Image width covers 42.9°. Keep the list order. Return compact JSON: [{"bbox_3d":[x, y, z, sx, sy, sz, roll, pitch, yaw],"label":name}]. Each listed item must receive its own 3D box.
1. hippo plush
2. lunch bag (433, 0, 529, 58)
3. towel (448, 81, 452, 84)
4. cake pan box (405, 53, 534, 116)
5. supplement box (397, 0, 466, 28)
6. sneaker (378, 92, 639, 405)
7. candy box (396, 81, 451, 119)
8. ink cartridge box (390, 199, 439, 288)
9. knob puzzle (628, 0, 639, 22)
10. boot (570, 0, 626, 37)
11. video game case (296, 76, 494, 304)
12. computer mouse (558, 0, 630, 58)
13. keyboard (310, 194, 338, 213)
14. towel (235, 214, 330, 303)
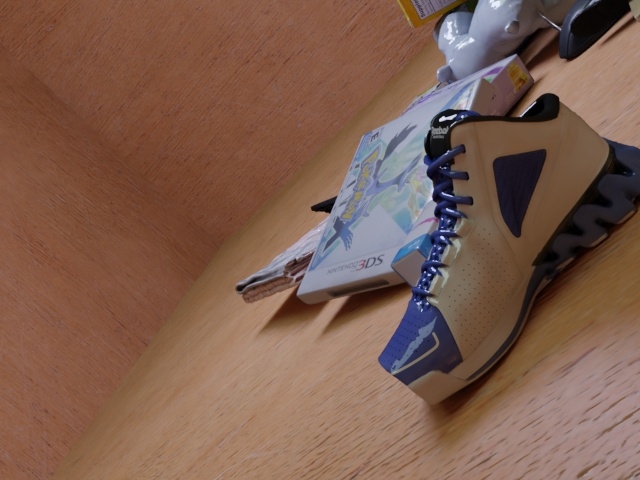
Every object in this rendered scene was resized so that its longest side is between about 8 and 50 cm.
[{"bbox_3d":[0.347,-0.387,1.526,0.237,0.234,0.294,116,148,-47],"label":"hippo plush"},{"bbox_3d":[0.359,-0.460,1.704,0.219,0.176,0.090,-51,10,-12],"label":"lunch bag"},{"bbox_3d":[0.287,-0.348,2.012,0.119,0.029,0.067,-51,9,-22],"label":"towel"},{"bbox_3d":[0.212,-0.202,1.437,0.246,0.070,0.267,-43,15,-29],"label":"cake pan box"},{"bbox_3d":[0.282,-0.622,1.611,0.356,0.194,0.195,-25,49,16],"label":"supplement box"},{"bbox_3d":[0.142,-0.019,0.763,0.315,0.182,0.127,-47,7,-3],"label":"sneaker"},{"bbox_3d":[0.199,-0.241,1.819,0.233,0.071,0.159,-49,9,-15],"label":"candy box"},{"bbox_3d":[0.144,0.011,0.914,0.052,0.088,0.122,-38,12,44],"label":"ink cartridge box"},{"bbox_3d":[0.511,-0.381,1.111,0.213,0.030,0.213,-46,8,8],"label":"knob puzzle"},{"bbox_3d":[0.426,-0.374,1.225,0.121,0.045,0.099,-47,20,50],"label":"boot"},{"bbox_3d":[0.108,-0.068,1.235,0.300,0.036,0.329,-19,42,55],"label":"video game case"},{"bbox_3d":[0.475,-0.412,1.319,0.262,0.060,0.184,-42,11,25],"label":"computer mouse"},{"bbox_3d":[0.071,-0.086,1.760,0.108,0.023,0.180,-3,-9,-38],"label":"keyboard"},{"bbox_3d":[0.000,0.000,1.587,0.317,0.053,0.332,-38,5,-23],"label":"towel"}]
